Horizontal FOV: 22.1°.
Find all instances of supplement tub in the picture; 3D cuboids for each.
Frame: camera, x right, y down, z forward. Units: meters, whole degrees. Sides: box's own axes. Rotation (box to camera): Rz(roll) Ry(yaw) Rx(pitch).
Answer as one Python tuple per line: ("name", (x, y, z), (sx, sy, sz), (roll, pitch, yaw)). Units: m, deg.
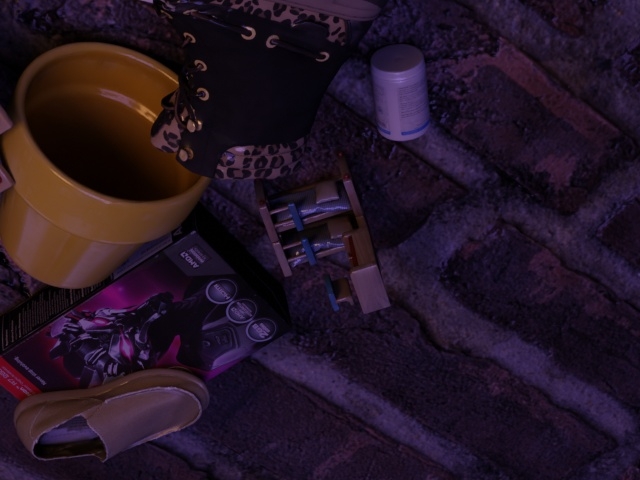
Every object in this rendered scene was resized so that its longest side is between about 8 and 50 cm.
("supplement tub", (0.101, -0.186, 2.074), (0.071, 0.071, 0.107), (-9, 129, -3))

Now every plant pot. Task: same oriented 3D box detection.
("plant pot", (-0.283, -0.073, 2.000), (0.254, 0.254, 0.239), (15, 140, -20))

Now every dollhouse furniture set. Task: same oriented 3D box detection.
("dollhouse furniture set", (0.000, 0.000, 2.127), (0.129, 0.184, 0.129), (-17, 128, 4))

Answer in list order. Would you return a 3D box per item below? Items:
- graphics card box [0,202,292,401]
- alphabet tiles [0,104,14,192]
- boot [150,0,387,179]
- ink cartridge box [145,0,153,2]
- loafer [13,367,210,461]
("graphics card box", (-0.252, 0.121, 2.236), (0.371, 0.094, 0.233), (-32, 126, 14))
("alphabet tiles", (-0.512, -0.141, 1.913), (0.342, 0.011, 0.285), (-24, 107, 38))
("boot", (-0.138, -0.217, 1.827), (0.377, 0.138, 0.284), (6, 131, -20))
("ink cartridge box", (-0.113, -0.368, 1.861), (0.353, 0.119, 0.207), (13, 127, -19))
("loafer", (-0.279, 0.247, 2.210), (0.268, 0.092, 0.102), (-12, 129, -1))
